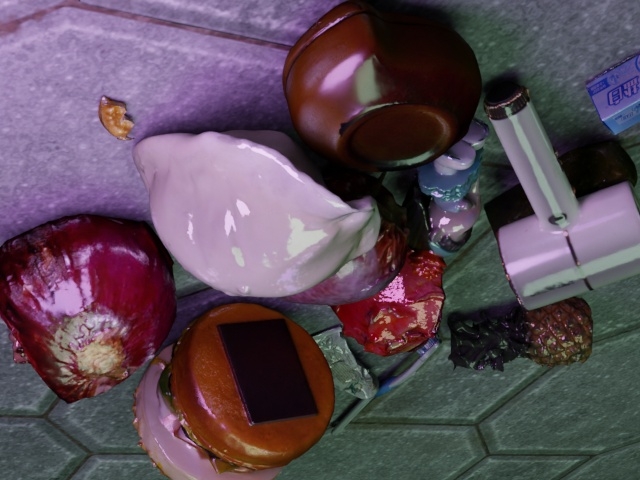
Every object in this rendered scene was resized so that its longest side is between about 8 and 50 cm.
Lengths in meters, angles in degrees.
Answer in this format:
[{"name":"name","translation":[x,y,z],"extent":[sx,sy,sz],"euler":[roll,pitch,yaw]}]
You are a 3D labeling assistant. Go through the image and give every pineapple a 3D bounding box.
[{"name":"pineapple","translation":[0.339,0.162,2.214],"extent":[0.247,0.128,0.128],"euler":[-6,149,-3]}]

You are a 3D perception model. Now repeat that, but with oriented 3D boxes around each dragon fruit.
[{"name":"dragon fruit","translation":[0.084,0.081,1.942],"extent":[0.189,0.163,0.262],"euler":[21,142,-6]}]

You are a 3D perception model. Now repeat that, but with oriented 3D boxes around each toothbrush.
[{"name":"toothbrush","translation":[0.115,0.272,2.359],"extent":[0.040,0.040,0.386],"euler":[3,146,-29]}]

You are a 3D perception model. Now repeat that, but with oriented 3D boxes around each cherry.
[{"name":"cherry","translation":[0.000,0.000,1.719],"extent":[0.249,0.192,0.175],"euler":[-15,125,21]}]

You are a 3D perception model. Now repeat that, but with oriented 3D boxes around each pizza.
[{"name":"pizza","translation":[-0.240,-0.143,1.523],"extent":[0.037,0.016,0.083],"euler":[-17,146,5]}]

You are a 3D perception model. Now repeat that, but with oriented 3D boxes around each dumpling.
[{"name":"dumpling","translation":[-0.089,-0.041,1.519],"extent":[0.318,0.187,0.243],"euler":[17,163,3]}]

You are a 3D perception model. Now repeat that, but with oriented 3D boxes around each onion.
[{"name":"onion","translation":[-0.294,0.058,1.652],"extent":[0.206,0.216,0.207],"euler":[-28,134,-1]}]

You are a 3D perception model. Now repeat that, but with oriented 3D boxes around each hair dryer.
[{"name":"hair dryer","translation":[0.302,-0.077,1.720],"extent":[0.203,0.128,0.362],"euler":[-20,124,17]}]

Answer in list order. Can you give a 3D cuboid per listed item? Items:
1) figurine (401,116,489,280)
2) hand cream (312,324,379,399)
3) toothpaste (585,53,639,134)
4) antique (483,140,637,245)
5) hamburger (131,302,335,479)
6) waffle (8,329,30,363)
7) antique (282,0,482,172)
[{"name":"figurine","translation":[0.162,-0.062,1.731],"extent":[0.110,0.138,0.246],"euler":[26,149,13]},{"name":"hand cream","translation":[0.044,0.219,2.235],"extent":[0.084,0.050,0.257],"euler":[-20,147,13]},{"name":"toothpaste","translation":[0.476,-0.233,1.656],"extent":[0.272,0.066,0.053],"euler":[-29,147,21]},{"name":"antique","translation":[0.351,-0.063,1.873],"extent":[0.221,0.080,0.081],"euler":[-36,145,29]},{"name":"hamburger","translation":[-0.139,0.244,1.971],"extent":[0.290,0.291,0.225],"euler":[6,148,-33]},{"name":"waffle","translation":[-0.337,0.127,1.894],"extent":[0.234,0.056,0.221],"euler":[3,147,-20]},{"name":"antique","translation":[0.077,-0.169,1.514],"extent":[0.223,0.129,0.278],"euler":[-24,151,15]}]
